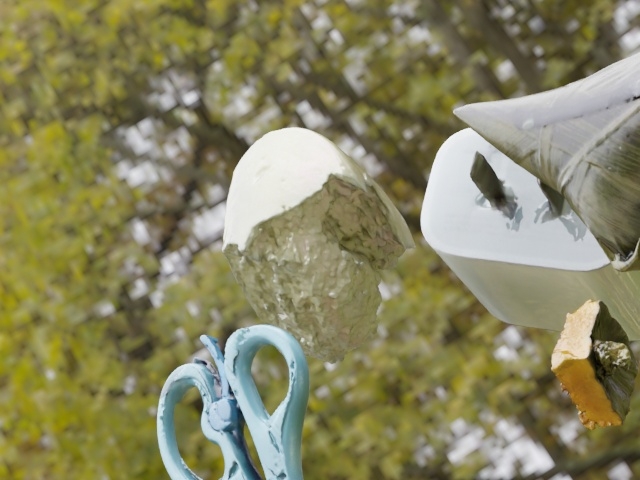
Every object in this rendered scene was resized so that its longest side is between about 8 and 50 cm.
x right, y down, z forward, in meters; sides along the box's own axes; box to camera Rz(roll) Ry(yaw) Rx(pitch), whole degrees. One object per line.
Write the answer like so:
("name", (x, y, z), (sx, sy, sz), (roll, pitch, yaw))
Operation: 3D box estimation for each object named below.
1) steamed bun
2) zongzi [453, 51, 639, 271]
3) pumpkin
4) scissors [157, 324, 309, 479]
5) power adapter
("steamed bun", (0.000, 0.000, 2.064), (0.170, 0.200, 0.225), (-3, -25, 20))
("zongzi", (0.213, -0.114, 1.416), (0.094, 0.204, 0.205), (-11, -45, -51))
("pumpkin", (0.221, 0.097, 1.580), (0.054, 0.074, 0.083), (-13, -55, 32))
("scissors", (-0.042, 0.243, 1.742), (0.180, 0.393, 0.032), (-41, -35, 27))
("power adapter", (0.195, -0.014, 1.715), (0.187, 0.124, 0.255), (7, -17, 24))
